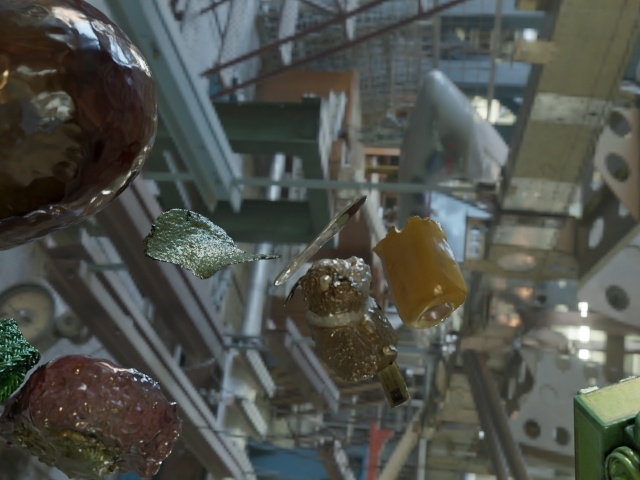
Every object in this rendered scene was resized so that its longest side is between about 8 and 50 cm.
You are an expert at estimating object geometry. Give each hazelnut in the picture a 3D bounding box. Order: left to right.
[{"bbox_3d":[-0.414,-0.159,1.203,0.421,0.421,0.352,61,9,-75],"label":"hazelnut"}]

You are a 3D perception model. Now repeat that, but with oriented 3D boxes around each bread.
[{"bbox_3d":[0.169,0.057,1.583,0.085,0.134,0.173,20,43,-47],"label":"bread"}]

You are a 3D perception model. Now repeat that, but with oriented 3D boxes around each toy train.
[{"bbox_3d":[0.421,0.312,1.200,0.188,0.159,0.271,-124,-158,-59],"label":"toy train"}]

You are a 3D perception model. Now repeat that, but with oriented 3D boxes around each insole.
[{"bbox_3d":[0.000,0.000,1.404,0.197,0.004,0.065,-44,165,-1],"label":"insole"}]

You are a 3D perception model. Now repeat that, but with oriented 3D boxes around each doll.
[{"bbox_3d":[0.046,0.117,1.195,0.221,0.115,0.105,58,9,-22],"label":"doll"}]

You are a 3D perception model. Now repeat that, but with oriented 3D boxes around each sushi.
[{"bbox_3d":[-0.275,0.190,1.017,0.161,0.241,0.107,77,29,-52],"label":"sushi"}]

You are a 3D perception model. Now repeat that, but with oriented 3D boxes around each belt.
[{"bbox_3d":[-0.375,0.152,1.012,0.079,0.121,0.151,53,19,6],"label":"belt"}]

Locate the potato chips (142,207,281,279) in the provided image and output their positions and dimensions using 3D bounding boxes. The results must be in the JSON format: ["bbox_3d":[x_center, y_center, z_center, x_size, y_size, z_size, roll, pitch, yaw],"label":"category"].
[{"bbox_3d":[-0.187,0.014,1.644,0.167,0.228,0.059,-60,174,-60],"label":"potato chips"}]
